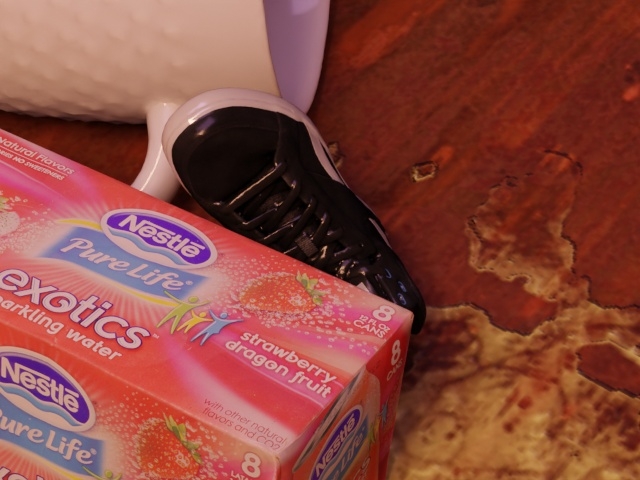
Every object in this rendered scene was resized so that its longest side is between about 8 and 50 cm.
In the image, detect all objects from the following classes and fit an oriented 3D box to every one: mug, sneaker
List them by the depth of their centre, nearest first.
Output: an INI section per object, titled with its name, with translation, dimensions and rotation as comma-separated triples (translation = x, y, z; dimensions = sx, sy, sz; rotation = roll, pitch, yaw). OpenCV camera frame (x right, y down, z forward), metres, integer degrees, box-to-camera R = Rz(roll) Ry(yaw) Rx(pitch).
[sneaker]
translation = 0.000, 0.000, 1.035
dimensions = 0.079, 0.217, 0.121
rotation = -40, 51, 9
[mug]
translation = -0.177, -0.169, 1.175
dimensions = 0.328, 0.276, 0.374
rotation = 1, 80, 10

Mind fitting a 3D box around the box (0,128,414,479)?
[box]
translation = -0.117, 0.071, 1.002
dimensions = 0.300, 0.142, 0.154
rotation = 24, 39, 21
